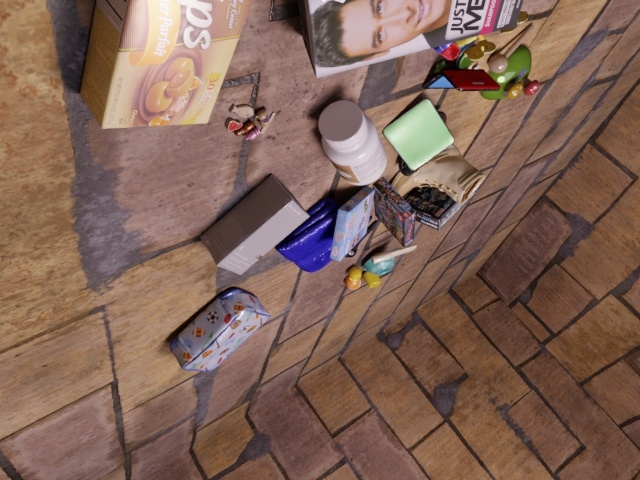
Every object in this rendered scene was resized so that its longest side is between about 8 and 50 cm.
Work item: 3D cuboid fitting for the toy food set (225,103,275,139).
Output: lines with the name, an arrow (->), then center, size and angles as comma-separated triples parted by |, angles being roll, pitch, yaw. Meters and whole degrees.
toy food set -> -0.141, -0.232, 1.089 | 0.122, 0.019, 0.078 | -10, 144, -50

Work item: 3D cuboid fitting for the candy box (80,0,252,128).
candy box -> -0.205, -0.306, 0.755 | 0.183, 0.087, 0.316 | -16, 148, -43

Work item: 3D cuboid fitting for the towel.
towel -> 0.000, 0.000, 1.677 | 0.228, 0.076, 0.308 | -41, 158, 2

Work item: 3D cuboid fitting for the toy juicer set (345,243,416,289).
toy juicer set -> 0.209, 0.090, 2.176 | 0.209, 0.089, 0.329 | -6, 152, -32

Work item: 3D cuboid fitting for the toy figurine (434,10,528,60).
toy figurine -> 0.340, -0.524, 1.189 | 0.362, 0.191, 0.217 | -44, -171, -7

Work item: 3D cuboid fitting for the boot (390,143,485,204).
boot -> 0.364, -0.177, 1.728 | 0.262, 0.203, 0.095 | -42, 158, 8

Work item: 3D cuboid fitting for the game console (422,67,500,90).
game console -> 0.359, -0.390, 1.391 | 0.144, 0.124, 0.085 | -9, 141, -27

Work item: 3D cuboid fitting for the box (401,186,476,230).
box -> 0.382, -0.144, 1.805 | 0.220, 0.175, 0.051 | -42, 140, -26

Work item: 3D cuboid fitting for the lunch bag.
lunch bag -> -0.312, 0.288, 1.704 | 0.303, 0.115, 0.243 | -41, 160, 3

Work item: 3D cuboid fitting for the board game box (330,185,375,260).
board game box -> 0.097, -0.053, 1.615 | 0.211, 0.039, 0.160 | -44, 148, -56

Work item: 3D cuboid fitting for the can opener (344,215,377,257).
can opener -> 0.127, -0.012, 1.897 | 0.059, 0.073, 0.186 | 25, 118, -22

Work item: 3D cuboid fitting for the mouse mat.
mouse mat -> 0.274, -0.289, 1.509 | 0.153, 0.007, 0.190 | -35, 134, 14

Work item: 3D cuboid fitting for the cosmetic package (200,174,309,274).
cosmetic package -> -0.158, -0.035, 1.333 | 0.238, 0.107, 0.127 | -38, 155, 7

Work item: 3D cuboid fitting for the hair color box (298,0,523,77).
hair color box -> 0.151, -0.416, 0.908 | 0.375, 0.113, 0.185 | -15, 155, -3

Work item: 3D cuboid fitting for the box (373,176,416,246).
box -> 0.239, -0.087, 1.769 | 0.044, 0.159, 0.233 | -36, 157, -7

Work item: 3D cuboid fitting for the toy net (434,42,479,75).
toy net -> 0.379, -0.442, 1.454 | 0.122, 0.045, 0.232 | -45, 157, 14

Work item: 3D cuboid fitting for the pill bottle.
pill bottle -> 0.075, -0.228, 1.283 | 0.131, 0.131, 0.229 | -40, 158, 3

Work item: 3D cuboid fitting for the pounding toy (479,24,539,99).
pounding toy -> 0.576, -0.480, 1.602 | 0.183, 0.110, 0.237 | -38, 158, -2

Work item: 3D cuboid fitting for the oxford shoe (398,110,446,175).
oxford shoe -> 0.307, -0.281, 1.606 | 0.096, 0.082, 0.227 | -21, 152, -41
